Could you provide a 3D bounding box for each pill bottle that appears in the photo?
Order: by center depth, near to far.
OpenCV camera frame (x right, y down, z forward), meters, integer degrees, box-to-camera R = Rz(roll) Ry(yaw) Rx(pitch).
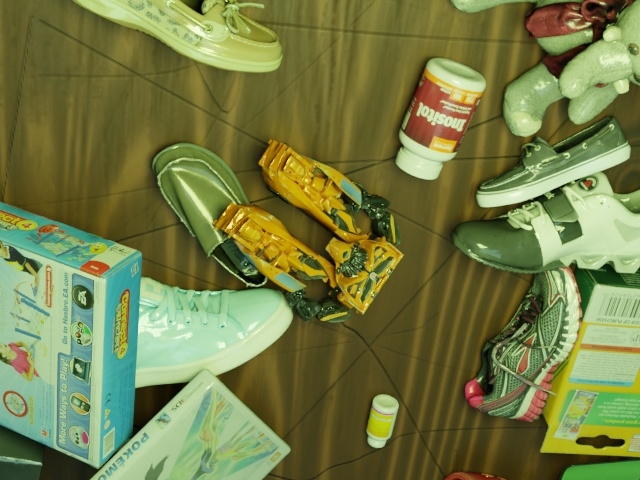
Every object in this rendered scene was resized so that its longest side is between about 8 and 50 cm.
[{"bbox_3d":[0.159,-0.163,1.427,0.086,0.086,0.152,13,117,-15],"label":"pill bottle"},{"bbox_3d":[0.098,0.294,1.703,0.043,0.043,0.083,5,118,-11],"label":"pill bottle"}]

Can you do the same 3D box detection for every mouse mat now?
[{"bbox_3d":[0.476,0.420,1.810,0.152,0.007,0.190,-4,143,-5],"label":"mouse mat"}]

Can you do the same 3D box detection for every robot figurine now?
[{"bbox_3d":[0.000,0.000,1.458,0.291,0.085,0.211,36,86,-36],"label":"robot figurine"}]

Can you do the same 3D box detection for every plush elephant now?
[{"bbox_3d":[0.362,-0.251,1.308,0.330,0.255,0.272,-21,120,4],"label":"plush elephant"}]

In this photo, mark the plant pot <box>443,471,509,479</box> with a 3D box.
[{"bbox_3d":[0.297,0.492,1.763,0.174,0.191,0.191,11,117,-17],"label":"plant pot"}]

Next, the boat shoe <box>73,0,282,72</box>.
[{"bbox_3d":[-0.170,-0.291,1.296,0.285,0.104,0.089,19,118,-17],"label":"boat shoe"}]

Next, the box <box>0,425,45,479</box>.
[{"bbox_3d":[-0.483,0.358,1.592,0.108,0.153,0.207,11,118,-14],"label":"box"}]

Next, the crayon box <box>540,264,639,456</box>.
[{"bbox_3d":[0.473,0.193,1.679,0.203,0.083,0.323,5,118,-12],"label":"crayon box"}]

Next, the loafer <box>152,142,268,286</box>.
[{"bbox_3d":[-0.137,-0.031,1.458,0.094,0.087,0.251,-35,118,12],"label":"loafer"}]

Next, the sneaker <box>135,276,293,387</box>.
[{"bbox_3d":[-0.226,0.115,1.502,0.366,0.135,0.150,-16,124,0],"label":"sneaker"}]

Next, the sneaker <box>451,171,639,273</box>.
[{"bbox_3d":[0.347,-0.037,1.514,0.330,0.122,0.146,-1,120,-19],"label":"sneaker"}]

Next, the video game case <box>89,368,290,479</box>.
[{"bbox_3d":[-0.208,0.360,1.561,0.300,0.036,0.329,-44,147,-8],"label":"video game case"}]

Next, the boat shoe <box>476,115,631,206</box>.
[{"bbox_3d":[0.323,-0.115,1.489,0.228,0.080,0.076,-19,103,6],"label":"boat shoe"}]

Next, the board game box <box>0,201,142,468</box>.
[{"bbox_3d":[-0.397,0.116,1.422,0.302,0.086,0.308,19,120,18],"label":"board game box"}]

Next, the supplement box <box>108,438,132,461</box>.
[{"bbox_3d":[-0.327,0.448,1.680,0.073,0.130,0.239,16,115,-18],"label":"supplement box"}]

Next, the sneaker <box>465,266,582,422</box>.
[{"bbox_3d":[0.315,0.157,1.614,0.112,0.121,0.299,9,118,-11],"label":"sneaker"}]
